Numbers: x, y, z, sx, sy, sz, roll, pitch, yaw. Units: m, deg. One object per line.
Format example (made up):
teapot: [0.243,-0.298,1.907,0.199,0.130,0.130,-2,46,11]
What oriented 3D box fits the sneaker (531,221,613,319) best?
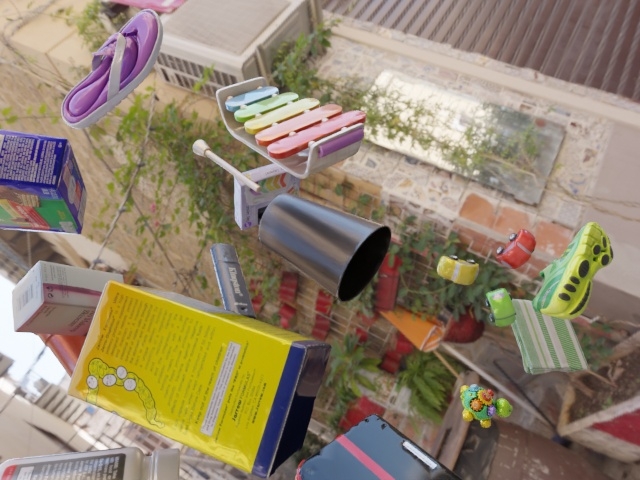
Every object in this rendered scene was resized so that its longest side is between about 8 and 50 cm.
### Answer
sneaker: [0.583,0.060,1.092,0.295,0.109,0.123,-44,13,-27]

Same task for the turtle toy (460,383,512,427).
turtle toy: [0.408,0.405,1.154,0.095,0.130,0.066,-77,10,-51]

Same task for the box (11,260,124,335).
box: [-0.656,0.162,1.232,0.148,0.127,0.232,-38,-32,22]

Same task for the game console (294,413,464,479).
game console: [0.163,0.630,1.178,0.342,0.386,0.060,-15,-60,-40]

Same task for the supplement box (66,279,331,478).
supplement box: [-0.189,0.215,0.785,0.194,0.356,0.195,42,-116,-73]

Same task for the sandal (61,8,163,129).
sandal: [-0.602,-0.486,1.326,0.416,0.169,0.102,-48,-17,8]

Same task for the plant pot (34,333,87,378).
plant pot: [-0.835,0.369,1.680,0.272,0.265,0.272,-34,-11,-8]

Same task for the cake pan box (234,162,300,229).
cake pan box: [-0.199,-0.170,1.748,0.245,0.070,0.267,-19,-31,-22]

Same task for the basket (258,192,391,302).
basket: [0.000,0.000,0.960,0.204,0.226,0.154,-34,-38,-46]

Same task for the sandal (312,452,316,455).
sandal: [0.078,0.722,1.522,0.076,0.265,0.102,74,-171,-51]

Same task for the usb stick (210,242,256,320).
usb stick: [-0.226,0.109,1.195,0.077,0.278,0.045,17,-57,-36]

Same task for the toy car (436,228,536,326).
toy car: [0.420,0.111,1.111,0.053,0.239,0.225,-72,-38,-74]

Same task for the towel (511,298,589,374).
towel: [0.763,0.324,1.572,0.038,0.324,0.248,-41,49,47]

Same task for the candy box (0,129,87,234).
candy box: [-0.677,-0.119,0.958,0.268,0.317,0.122,132,141,-64]

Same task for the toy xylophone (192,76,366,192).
toy xylophone: [-0.082,-0.195,0.839,0.236,0.322,0.081,-37,-39,-34]

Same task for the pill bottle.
pill bottle: [-0.386,0.441,0.786,0.161,0.283,0.161,-179,90,-74]
